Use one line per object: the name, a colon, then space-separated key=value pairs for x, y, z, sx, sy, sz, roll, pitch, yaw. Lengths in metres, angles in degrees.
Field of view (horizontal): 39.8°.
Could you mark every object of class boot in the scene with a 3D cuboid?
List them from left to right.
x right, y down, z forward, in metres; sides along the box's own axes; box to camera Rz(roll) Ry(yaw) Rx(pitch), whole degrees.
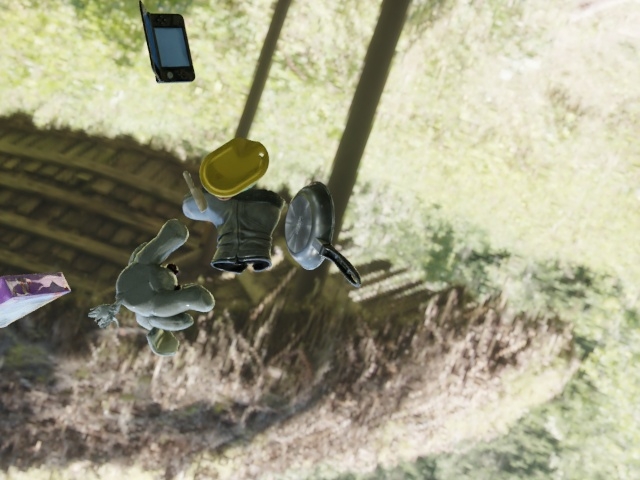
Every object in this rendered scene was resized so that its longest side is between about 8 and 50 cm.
boot: x=-0.266 y=-0.025 z=2.412 sx=0.338 sy=0.222 sz=0.118 roll=-1 pitch=154 yaw=34

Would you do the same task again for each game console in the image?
game console: x=-0.253 y=-0.328 z=1.464 sx=0.107 sy=0.122 sz=0.071 roll=-9 pitch=175 yaw=-34

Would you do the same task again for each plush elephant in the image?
plush elephant: x=-0.429 y=0.157 z=2.384 sx=0.271 sy=0.330 sz=0.255 roll=58 pitch=-179 yaw=20

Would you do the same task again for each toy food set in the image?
toy food set: x=-0.225 y=-0.161 z=2.172 sx=0.128 sy=0.218 sz=0.071 roll=56 pitch=172 yaw=14

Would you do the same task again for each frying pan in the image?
frying pan: x=-0.013 y=0.016 z=1.917 sx=0.053 sy=0.197 sz=0.326 roll=6 pitch=-131 yaw=-28

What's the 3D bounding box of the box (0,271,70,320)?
box: x=-0.731 y=0.145 z=2.038 sx=0.057 sy=0.201 sz=0.293 roll=63 pitch=-173 yaw=4
